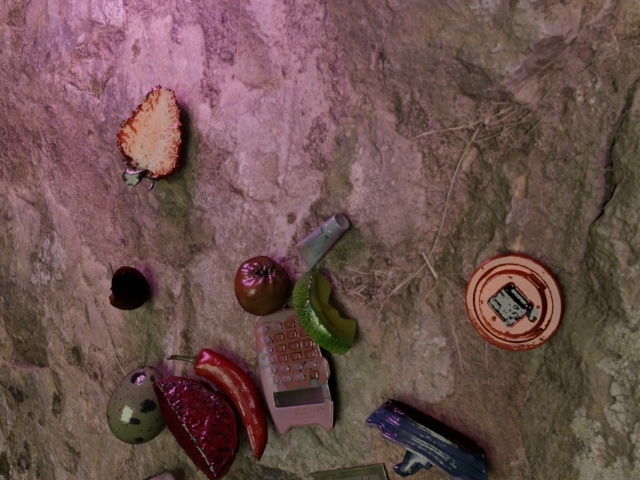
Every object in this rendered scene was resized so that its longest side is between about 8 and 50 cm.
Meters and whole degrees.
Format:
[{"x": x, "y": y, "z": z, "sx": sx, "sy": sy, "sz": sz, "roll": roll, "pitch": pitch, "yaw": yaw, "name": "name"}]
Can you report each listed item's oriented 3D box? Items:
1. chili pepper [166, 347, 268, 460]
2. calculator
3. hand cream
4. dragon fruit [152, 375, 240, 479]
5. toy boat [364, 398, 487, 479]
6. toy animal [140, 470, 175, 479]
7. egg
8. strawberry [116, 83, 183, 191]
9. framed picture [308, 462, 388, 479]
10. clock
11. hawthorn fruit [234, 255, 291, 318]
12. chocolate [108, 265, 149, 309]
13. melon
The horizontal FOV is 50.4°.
[{"x": -0.237, "y": 0.397, "z": 1.789, "sx": 0.368, "sy": 0.137, "sz": 0.092, "roll": 42, "pitch": 139, "yaw": 20, "name": "chili pepper"}, {"x": -0.063, "y": 0.323, "z": 1.726, "sx": 0.220, "sy": 0.048, "sz": 0.330, "roll": -14, "pitch": 87, "yaw": 33, "name": "calculator"}, {"x": 0.000, "y": 0.000, "z": 1.644, "sx": 0.174, "sy": 0.047, "sz": 0.076, "roll": -44, "pitch": 74, "yaw": 37, "name": "hand cream"}, {"x": -0.317, "y": 0.504, "z": 1.861, "sx": 0.317, "sy": 0.152, "sz": 0.205, "roll": 50, "pitch": 148, "yaw": 19, "name": "dragon fruit"}, {"x": 0.233, "y": 0.472, "z": 1.514, "sx": 0.309, "sy": 0.129, "sz": 0.143, "roll": 25, "pitch": 96, "yaw": 25, "name": "toy boat"}, {"x": -0.477, "y": 0.863, "z": 1.937, "sx": 0.196, "sy": 0.241, "sz": 0.368, "roll": -30, "pitch": 90, "yaw": 49, "name": "toy animal"}, {"x": -0.516, "y": 0.470, "z": 1.948, "sx": 0.176, "sy": 0.177, "sz": 0.228, "roll": 21, "pitch": 95, "yaw": 28, "name": "egg"}, {"x": -0.447, "y": -0.272, "z": 1.844, "sx": 0.188, "sy": 0.106, "sz": 0.286, "roll": 22, "pitch": 95, "yaw": 4, "name": "strawberry"}, {"x": 0.084, "y": 0.652, "z": 1.695, "sx": 0.231, "sy": 0.010, "sz": 0.173, "roll": -21, "pitch": 81, "yaw": 32, "name": "framed picture"}, {"x": 0.399, "y": 0.129, "z": 1.409, "sx": 0.205, "sy": 0.051, "sz": 0.206, "roll": 5, "pitch": 99, "yaw": 32, "name": "clock"}, {"x": -0.149, "y": 0.119, "z": 1.711, "sx": 0.149, "sy": 0.149, "sz": 0.189, "roll": 61, "pitch": 162, "yaw": 10, "name": "hawthorn fruit"}, {"x": -0.561, "y": 0.139, "z": 1.963, "sx": 0.124, "sy": 0.133, "sz": 0.127, "roll": -35, "pitch": 102, "yaw": -12, "name": "chocolate"}, {"x": 0.009, "y": 0.173, "z": 1.624, "sx": 0.209, "sy": 0.118, "sz": 0.064, "roll": 50, "pitch": 134, "yaw": 1, "name": "melon"}]
